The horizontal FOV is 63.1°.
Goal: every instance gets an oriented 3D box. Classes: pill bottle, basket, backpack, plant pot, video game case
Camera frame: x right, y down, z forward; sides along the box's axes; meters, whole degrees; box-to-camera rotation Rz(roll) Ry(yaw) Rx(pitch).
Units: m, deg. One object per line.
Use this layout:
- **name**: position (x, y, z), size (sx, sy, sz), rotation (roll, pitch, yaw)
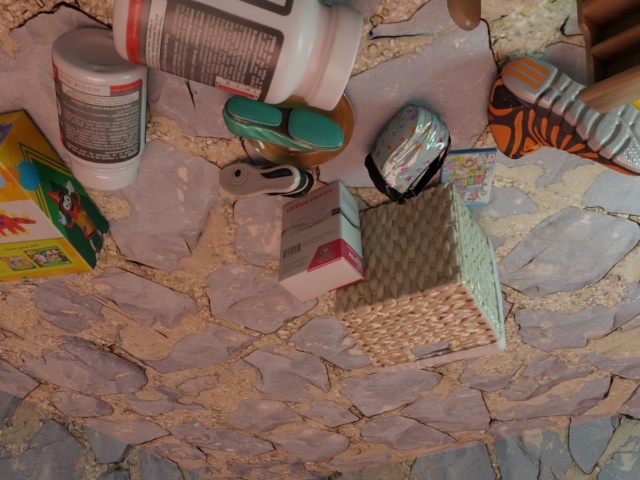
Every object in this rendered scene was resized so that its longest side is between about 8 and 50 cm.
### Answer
- **pill bottle**: position (-0.423, -0.244, 1.015), size (0.161, 0.161, 0.283), rotation (12, 136, -11)
- **basket**: position (0.227, 0.095, 1.233), size (0.328, 0.331, 0.266), rotation (-19, 133, 27)
- **pill bottle**: position (-0.129, -0.348, 0.855), size (0.363, 0.210, 0.210), rotation (15, 136, -13)
- **backpack**: position (0.178, -0.186, 1.076), size (0.115, 0.152, 0.182), rotation (24, 122, -35)
- **plant pot**: position (-0.047, -0.252, 1.089), size (0.236, 0.032, 0.236), rotation (0, 138, 0)
- **video game case**: position (0.338, -0.141, 1.210), size (0.119, 0.015, 0.166), rotation (-3, 138, 5)

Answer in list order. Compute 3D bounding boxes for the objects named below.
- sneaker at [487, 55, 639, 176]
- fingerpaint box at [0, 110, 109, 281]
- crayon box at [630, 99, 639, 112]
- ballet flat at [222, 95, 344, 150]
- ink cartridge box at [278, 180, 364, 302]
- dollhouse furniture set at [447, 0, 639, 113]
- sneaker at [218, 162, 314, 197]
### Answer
- **sneaker**: position (0.466, -0.206, 1.001), size (0.321, 0.124, 0.180), rotation (41, 160, 15)
- **fingerpaint box**: position (-0.799, -0.074, 1.212), size (0.445, 0.163, 0.371), rotation (-8, 138, 10)
- **crayon box**: position (0.739, -0.288, 0.882), size (0.363, 0.106, 0.313), rotation (39, 131, -4)
- **ballet flat**: position (-0.076, -0.225, 1.051), size (0.247, 0.083, 0.087), rotation (13, 161, -12)
- **ink cartridge box**: position (0.000, 0.000, 1.214), size (0.172, 0.237, 0.100), rotation (-23, 135, 24)
- **dollhouse furniture set**: position (0.342, -0.377, 0.690), size (0.394, 0.256, 0.362), rotation (15, 161, -32)
- **sneaker**: position (-0.117, -0.128, 1.195), size (0.217, 0.079, 0.121), rotation (6, 178, 29)
